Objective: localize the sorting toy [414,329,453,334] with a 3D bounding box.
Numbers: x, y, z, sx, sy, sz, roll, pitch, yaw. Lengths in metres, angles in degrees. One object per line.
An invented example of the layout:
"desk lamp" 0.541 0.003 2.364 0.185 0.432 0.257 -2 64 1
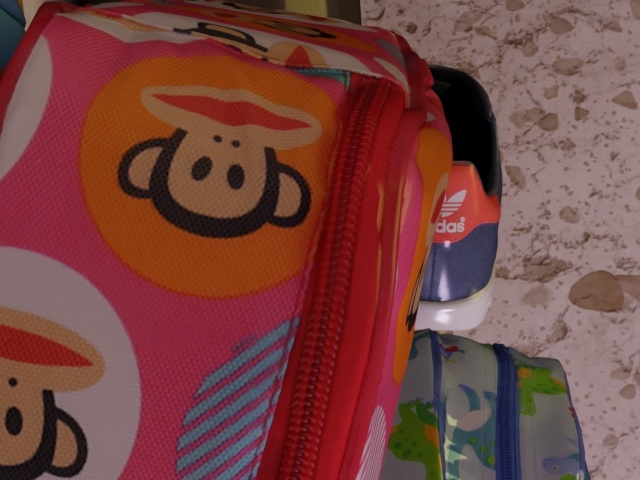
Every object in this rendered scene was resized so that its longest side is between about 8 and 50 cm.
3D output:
"sorting toy" 0.032 0.062 1.410 0.229 0.041 0.307 -15 96 -43

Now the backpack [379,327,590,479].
"backpack" 0.048 0.221 0.824 0.355 0.273 0.290 65 15 -11

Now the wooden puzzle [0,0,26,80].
"wooden puzzle" -0.129 -0.105 0.446 0.238 0.044 0.221 57 22 -78

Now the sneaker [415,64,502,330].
"sneaker" 0.075 -0.081 1.172 0.350 0.131 0.148 -102 -168 -59

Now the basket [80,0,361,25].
"basket" -0.046 -0.089 0.814 0.204 0.154 0.226 -12 95 -84

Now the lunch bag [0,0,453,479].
"lunch bag" -0.044 0.057 0.484 0.293 0.120 0.258 -75 178 -78
